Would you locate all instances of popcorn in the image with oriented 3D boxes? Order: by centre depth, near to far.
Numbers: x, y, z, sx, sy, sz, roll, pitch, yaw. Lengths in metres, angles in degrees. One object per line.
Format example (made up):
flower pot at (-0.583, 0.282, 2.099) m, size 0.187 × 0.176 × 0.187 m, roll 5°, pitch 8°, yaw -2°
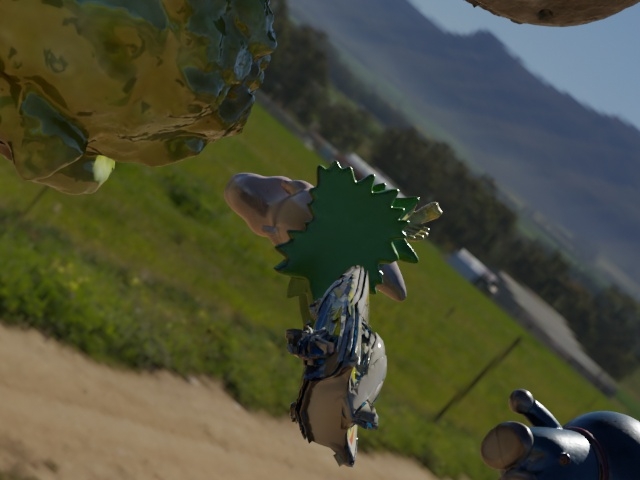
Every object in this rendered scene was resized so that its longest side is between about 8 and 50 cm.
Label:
popcorn at (-0.148, -0.148, 0.853) m, size 0.256 × 0.255 × 0.195 m, roll 20°, pitch 42°, yaw -19°

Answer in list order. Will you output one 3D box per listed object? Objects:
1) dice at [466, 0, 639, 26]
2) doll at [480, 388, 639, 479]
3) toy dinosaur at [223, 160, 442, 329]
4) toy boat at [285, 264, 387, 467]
dice at (0.189, -0.289, 1.094) m, size 0.181 × 0.183 × 0.182 m, roll 18°, pitch 62°, yaw -34°
doll at (0.176, 0.157, 0.932) m, size 0.152 × 0.085 × 0.114 m, roll 8°, pitch 64°, yaw -37°
toy dinosaur at (-0.001, 0.007, 1.269) m, size 0.194 × 0.152 × 0.177 m, roll 19°, pitch 0°, yaw -7°
toy boat at (0.017, 0.069, 0.976) m, size 0.066 × 0.084 × 0.210 m, roll 2°, pitch 27°, yaw 7°
